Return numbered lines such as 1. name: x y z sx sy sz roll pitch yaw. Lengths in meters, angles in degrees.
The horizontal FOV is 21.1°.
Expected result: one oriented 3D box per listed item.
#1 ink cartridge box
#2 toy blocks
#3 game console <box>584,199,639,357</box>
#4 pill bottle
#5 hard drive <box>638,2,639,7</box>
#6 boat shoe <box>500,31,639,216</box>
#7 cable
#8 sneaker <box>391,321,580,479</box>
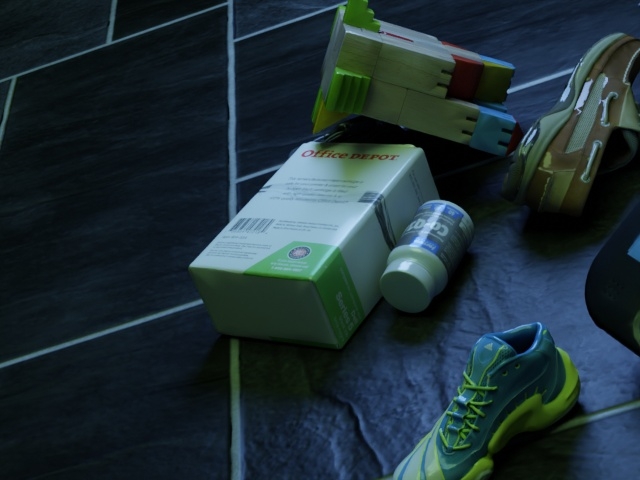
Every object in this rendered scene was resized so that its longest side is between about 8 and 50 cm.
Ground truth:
1. ink cartridge box: 0.000 0.000 2.133 0.198 0.115 0.273 5 40 37
2. toy blocks: 0.139 -0.210 2.270 0.260 0.191 0.381 16 12 -5
3. game console: 0.474 -0.007 1.707 0.386 0.060 0.342 -52 41 2
4. pill bottle: 0.126 0.020 2.056 0.078 0.078 0.137 -1 36 31
5. hard drive: 0.577 -0.321 2.331 0.172 0.054 0.254 -35 32 -21
6. boat shoe: 0.342 -0.134 2.146 0.120 0.123 0.324 27 52 15
7. cable: 0.034 -0.110 2.368 0.184 0.047 0.150 -19 35 1
8. sneaker: 0.155 0.166 1.754 0.240 0.126 0.091 -35 32 -22
